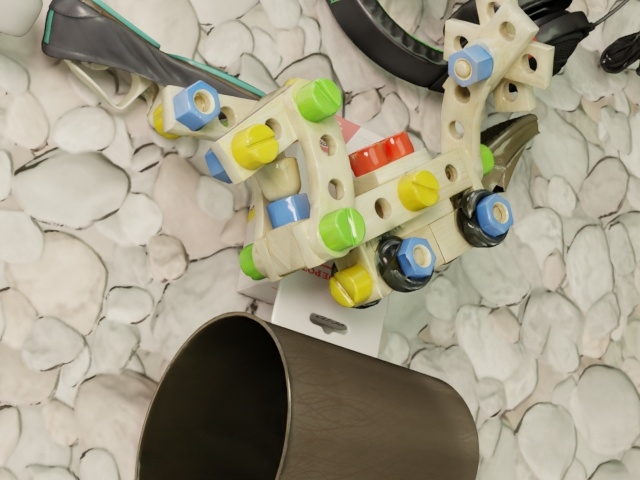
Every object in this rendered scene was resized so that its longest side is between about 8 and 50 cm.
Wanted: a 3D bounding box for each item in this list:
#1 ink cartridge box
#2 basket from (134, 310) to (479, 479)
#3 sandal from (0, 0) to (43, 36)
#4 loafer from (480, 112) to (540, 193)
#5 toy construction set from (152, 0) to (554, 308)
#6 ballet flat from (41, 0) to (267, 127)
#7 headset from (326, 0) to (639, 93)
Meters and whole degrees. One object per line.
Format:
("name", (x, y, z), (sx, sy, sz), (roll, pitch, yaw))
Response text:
("ink cartridge box", (0.000, 0.000, 1.166), (0.115, 0.067, 0.198), (23, 64, -31))
("basket", (0.002, 0.158, 1.072), (0.227, 0.154, 0.204), (9, 115, -42))
("sandal", (-0.375, -0.196, 0.896), (0.416, 0.169, 0.102), (18, 102, -32))
("loafer", (0.157, -0.068, 1.314), (0.148, 0.056, 0.050), (-39, 104, -27))
("toy construction set", (0.048, -0.069, 1.095), (0.328, 0.151, 0.215), (-25, 92, -28))
("ballet flat", (-0.134, -0.128, 1.102), (0.203, 0.074, 0.074), (26, 64, -37))
("headset", (0.175, -0.239, 1.344), (0.394, 0.185, 0.243), (7, 70, -20))
